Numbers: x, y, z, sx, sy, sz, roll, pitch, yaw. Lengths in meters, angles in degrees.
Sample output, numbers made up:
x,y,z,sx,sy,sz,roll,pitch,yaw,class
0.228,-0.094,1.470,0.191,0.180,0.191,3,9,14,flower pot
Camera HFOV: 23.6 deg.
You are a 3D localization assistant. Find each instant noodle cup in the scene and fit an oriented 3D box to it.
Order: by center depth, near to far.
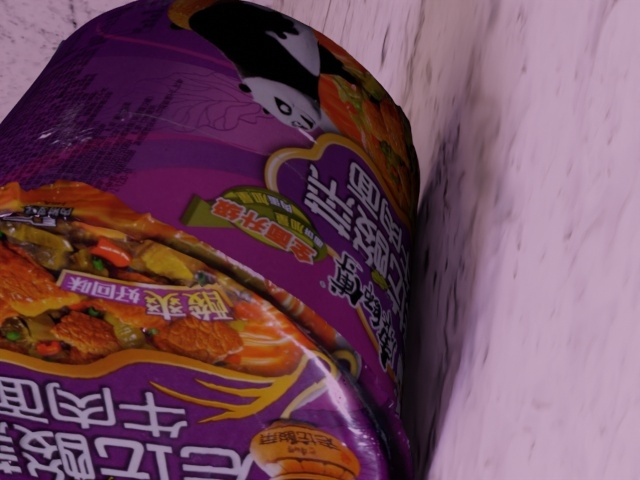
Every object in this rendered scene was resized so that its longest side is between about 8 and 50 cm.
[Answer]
x,y,z,sx,sy,sz,roll,pitch,yaw,class
-0.067,0.021,0.683,0.190,0.251,0.251,-73,0,-46,instant noodle cup
